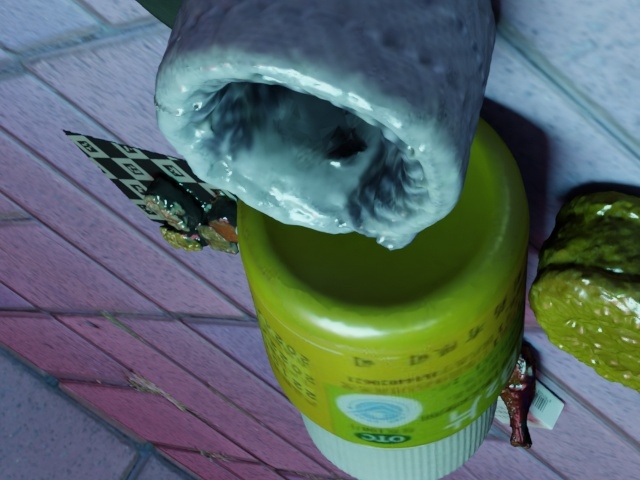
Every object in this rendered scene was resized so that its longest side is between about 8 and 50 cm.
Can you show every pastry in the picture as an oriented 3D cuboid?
[{"bbox_3d":[0.258,0.047,1.365,0.189,0.103,0.189,27,162,10],"label":"pastry"}]

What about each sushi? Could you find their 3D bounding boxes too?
[{"bbox_3d":[-0.154,-0.029,1.915,0.279,0.043,0.192,15,157,39],"label":"sushi"}]

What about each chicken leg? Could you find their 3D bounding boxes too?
[{"bbox_3d":[0.180,0.135,1.786,0.205,0.093,0.053,45,-166,-23],"label":"chicken leg"}]

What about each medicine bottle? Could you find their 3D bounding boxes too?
[{"bbox_3d":[0.059,0.057,1.447,0.224,0.224,0.384,25,157,16],"label":"medicine bottle"}]

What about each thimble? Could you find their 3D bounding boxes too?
[{"bbox_3d":[0.011,-0.115,1.169,0.217,0.157,0.245,5,153,28],"label":"thimble"}]

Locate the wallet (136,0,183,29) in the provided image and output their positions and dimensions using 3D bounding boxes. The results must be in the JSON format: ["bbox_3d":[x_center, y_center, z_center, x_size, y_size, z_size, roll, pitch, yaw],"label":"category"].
[{"bbox_3d":[-0.033,-0.162,1.350,0.169,0.052,0.245,5,157,35],"label":"wallet"}]

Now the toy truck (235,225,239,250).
[{"bbox_3d":[-0.001,0.001,1.695,0.178,0.080,0.115,19,155,28],"label":"toy truck"}]

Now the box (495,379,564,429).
[{"bbox_3d":[0.183,0.147,1.870,0.154,0.040,0.084,39,161,-29],"label":"box"}]
